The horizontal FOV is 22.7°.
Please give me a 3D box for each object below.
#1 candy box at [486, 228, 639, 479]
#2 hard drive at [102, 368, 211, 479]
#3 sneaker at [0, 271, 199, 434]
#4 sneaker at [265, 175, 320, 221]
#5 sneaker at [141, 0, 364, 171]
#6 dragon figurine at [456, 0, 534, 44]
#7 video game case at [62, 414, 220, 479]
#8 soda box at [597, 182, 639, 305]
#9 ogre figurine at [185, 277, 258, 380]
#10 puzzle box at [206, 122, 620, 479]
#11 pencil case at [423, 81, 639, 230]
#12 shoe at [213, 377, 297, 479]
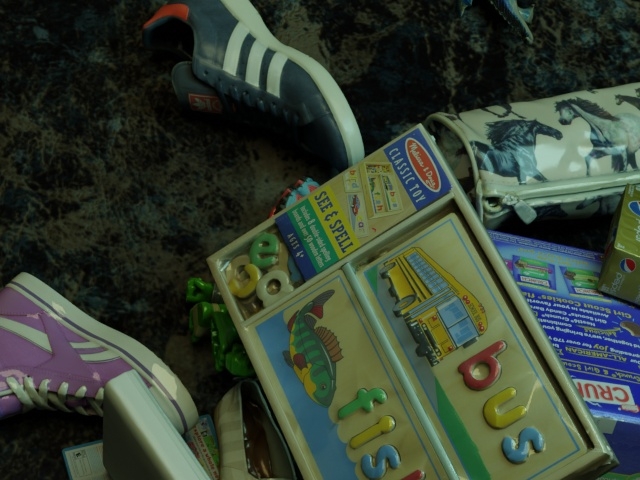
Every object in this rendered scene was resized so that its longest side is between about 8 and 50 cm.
[{"bbox_3d":[0.245,0.128,1.721,0.268,0.122,0.317,12,31,-6],"label":"candy box"},{"bbox_3d":[-0.117,0.294,1.556,0.040,0.203,0.307,-28,66,-22],"label":"hard drive"},{"bbox_3d":[-0.274,0.164,1.717,0.282,0.102,0.161,28,58,25],"label":"sneaker"},{"bbox_3d":[0.000,0.000,1.810,0.125,0.104,0.262,28,21,3],"label":"sneaker"},{"bbox_3d":[-0.093,-0.184,1.985,0.148,0.131,0.350,-33,58,-20],"label":"sneaker"},{"bbox_3d":[0.227,-0.356,2.171,0.144,0.085,0.289,8,53,-2],"label":"dragon figurine"},{"bbox_3d":[-0.181,0.257,1.705,0.166,0.015,0.119,-12,56,-16],"label":"video game case"},{"bbox_3d":[0.357,0.003,1.800,0.061,0.058,0.181,21,29,5],"label":"soda box"},{"bbox_3d":[-0.074,0.096,1.780,0.118,0.197,0.096,0,95,-21],"label":"ogre figurine"},{"bbox_3d":[0.078,0.112,1.557,0.272,0.052,0.409,-32,59,8],"label":"puzzle box"},{"bbox_3d":[0.337,-0.099,1.948,0.410,0.160,0.183,-9,42,-14],"label":"pencil case"},{"bbox_3d":[-0.068,0.244,1.691,0.077,0.058,0.219,8,47,-30],"label":"shoe"}]
